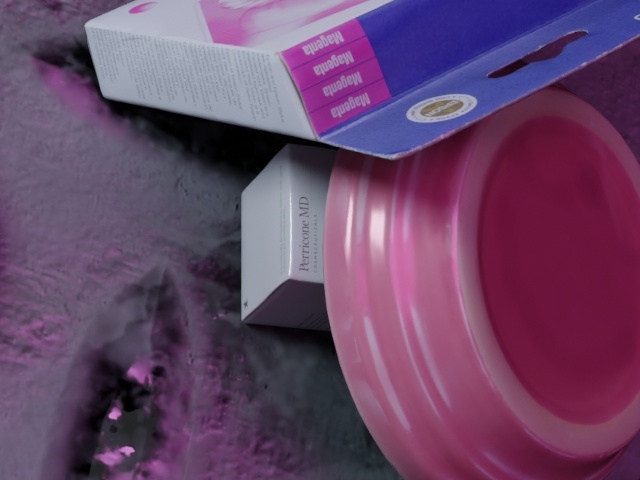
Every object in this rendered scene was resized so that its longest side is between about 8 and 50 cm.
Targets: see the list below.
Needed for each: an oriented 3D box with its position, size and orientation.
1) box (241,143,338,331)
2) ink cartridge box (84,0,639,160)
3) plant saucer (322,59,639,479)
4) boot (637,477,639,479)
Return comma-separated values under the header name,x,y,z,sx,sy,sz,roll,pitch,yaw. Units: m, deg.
name,x,y,z,sx,sy,sz,roll,pitch,yaw
box,0.000,0.000,1.323,0.087,0.102,0.101,7,68,-19
ink cartridge box,0.059,-0.164,1.299,0.324,0.330,0.071,-28,115,-31
plant saucer,0.139,0.026,1.308,0.332,0.084,0.332,14,71,-45
boot,0.166,0.249,1.307,0.161,0.083,0.247,22,65,-11
